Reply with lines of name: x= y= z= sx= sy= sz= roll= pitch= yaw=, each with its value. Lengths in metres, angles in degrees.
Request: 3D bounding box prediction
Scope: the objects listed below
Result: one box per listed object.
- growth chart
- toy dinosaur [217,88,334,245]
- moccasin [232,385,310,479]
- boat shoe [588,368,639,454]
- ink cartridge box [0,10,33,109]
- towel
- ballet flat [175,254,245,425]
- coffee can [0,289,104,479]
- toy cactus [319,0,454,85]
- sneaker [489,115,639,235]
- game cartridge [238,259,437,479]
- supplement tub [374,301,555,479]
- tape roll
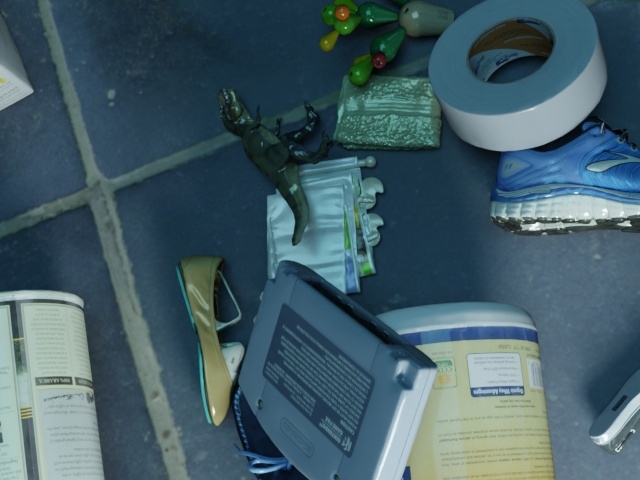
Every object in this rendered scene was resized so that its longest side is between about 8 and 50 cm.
growth chart: x=0.000 y=0.000 z=1.522 sx=0.171 sy=0.021 sz=0.237 roll=1 pitch=77 yaw=12
toy dinosaur: x=-0.044 y=-0.121 z=1.528 sx=0.118 sy=0.064 sz=0.268 roll=-36 pitch=59 yaw=8
moccasin: x=0.000 y=0.304 z=1.398 sx=0.137 sy=0.117 sz=0.342 roll=-38 pitch=71 yaw=1
boat shoe: x=0.387 y=0.201 z=1.383 sx=0.142 sy=0.049 sz=0.040 roll=-46 pitch=105 yaw=-3
ink cartridge box: x=-0.552 y=-0.277 z=1.595 sx=0.171 sy=0.233 sz=0.168 roll=-27 pitch=73 yaw=5
towel: x=0.094 y=-0.175 z=1.541 sx=0.148 sy=0.027 sz=0.110 roll=4 pitch=79 yaw=13
ballet flat: x=-0.136 y=0.125 z=1.494 sx=0.073 sy=0.080 sz=0.232 roll=-12 pitch=75 yaw=-3
coffee can: x=-0.389 y=0.222 z=1.458 sx=0.201 sy=0.201 sz=0.275 roll=-13 pitch=74 yaw=9
toy cactus: x=0.092 y=-0.315 z=1.541 sx=0.180 sy=0.112 sz=0.219 roll=5 pitch=61 yaw=-1
sneaker: x=0.377 y=-0.088 z=1.408 sx=0.329 sy=0.130 sz=0.147 roll=0 pitch=79 yaw=12
game cartridge: x=0.009 y=0.167 z=1.297 sx=0.297 sy=0.062 sz=0.198 roll=36 pitch=118 yaw=50
supplement tub: x=0.155 y=0.245 z=1.322 sx=0.228 sy=0.228 sz=0.316 roll=-7 pitch=75 yaw=10
tape roll: x=0.252 y=-0.220 z=1.451 sx=0.219 sy=0.072 sz=0.219 roll=-13 pitch=50 yaw=16
